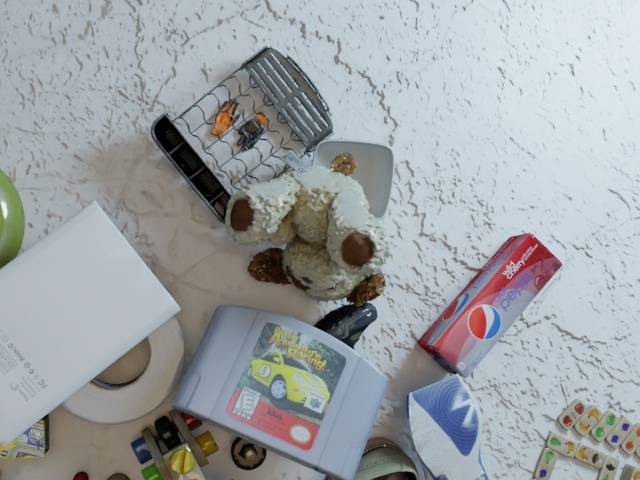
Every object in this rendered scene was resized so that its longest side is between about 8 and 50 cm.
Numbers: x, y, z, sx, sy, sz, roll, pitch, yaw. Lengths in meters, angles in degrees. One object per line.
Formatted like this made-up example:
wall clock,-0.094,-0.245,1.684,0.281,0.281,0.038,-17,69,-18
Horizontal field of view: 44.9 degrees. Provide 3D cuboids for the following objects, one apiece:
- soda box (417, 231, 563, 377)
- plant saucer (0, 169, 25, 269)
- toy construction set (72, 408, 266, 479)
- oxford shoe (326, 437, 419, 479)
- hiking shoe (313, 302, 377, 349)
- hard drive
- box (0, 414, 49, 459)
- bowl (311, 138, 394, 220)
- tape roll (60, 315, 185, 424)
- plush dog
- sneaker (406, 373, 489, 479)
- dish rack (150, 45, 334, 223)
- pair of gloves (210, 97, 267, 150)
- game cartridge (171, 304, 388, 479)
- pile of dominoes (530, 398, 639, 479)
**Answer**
soda box,0.290,0.109,1.330,0.083,0.092,0.263,43,80,-4
plant saucer,-0.589,-0.028,1.203,0.241,0.037,0.241,1,86,-10
toy construction set,-0.218,0.384,1.142,0.309,0.237,0.257,-1,86,-10
oxford shoe,0.001,0.479,1.222,0.140,0.146,0.397,42,80,-6
hiking shoe,0.019,0.200,1.287,0.227,0.086,0.114,-42,103,-2
hard drive,-0.400,0.120,1.152,0.319,0.040,0.210,-38,93,-10
box,-0.507,0.304,1.186,0.169,0.054,0.059,0,86,-10
bowl,0.048,-0.104,1.304,0.142,0.053,0.142,4,108,-10
tape roll,-0.324,0.175,1.221,0.219,0.072,0.219,1,85,-10
plush dog,0.000,0.000,1.237,0.262,0.225,0.210,15,40,15
sneaker,0.213,0.395,1.271,0.127,0.182,0.315,-14,69,-15
dish rack,-0.115,-0.182,1.272,0.271,0.074,0.208,-40,100,-8
pair of gloves,-0.138,-0.196,1.312,0.083,0.010,0.074,28,86,-9
game cartridge,-0.053,0.221,1.180,0.294,0.060,0.196,24,65,-2
pile of dominoes,0.516,0.407,1.379,0.251,0.040,0.196,24,82,-9
